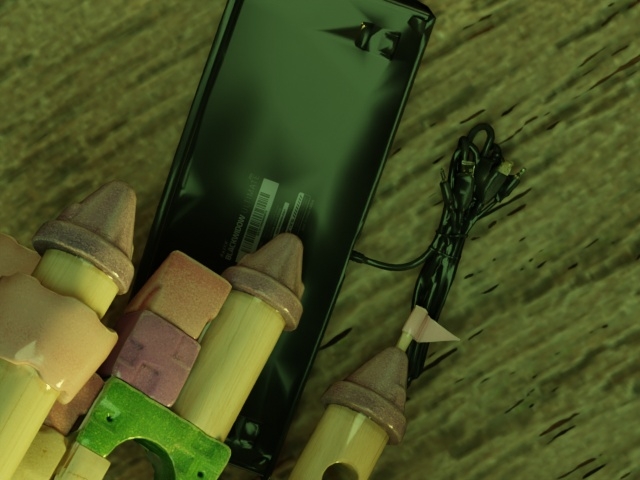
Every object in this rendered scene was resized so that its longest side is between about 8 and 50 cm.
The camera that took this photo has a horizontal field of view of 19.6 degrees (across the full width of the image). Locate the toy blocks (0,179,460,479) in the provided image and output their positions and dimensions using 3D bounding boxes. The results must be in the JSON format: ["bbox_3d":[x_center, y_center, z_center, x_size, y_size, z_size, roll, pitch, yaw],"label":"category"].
[{"bbox_3d":[-0.093,0.094,1.052,0.288,0.309,0.260,33,70,-18],"label":"toy blocks"}]

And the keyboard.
[{"bbox_3d":[0.000,0.000,1.131,0.201,0.033,0.317,21,106,2],"label":"keyboard"}]
